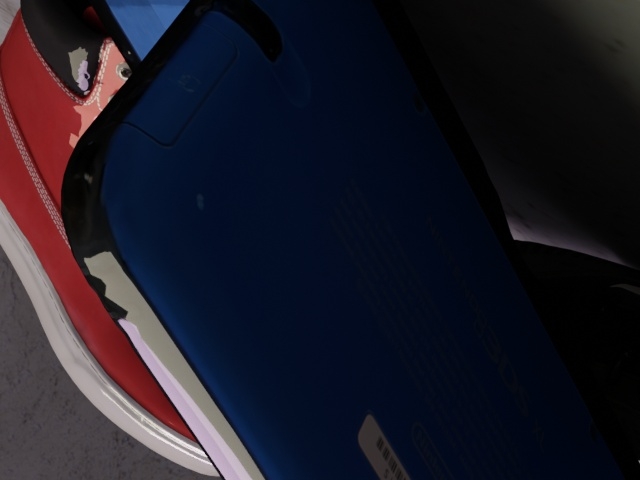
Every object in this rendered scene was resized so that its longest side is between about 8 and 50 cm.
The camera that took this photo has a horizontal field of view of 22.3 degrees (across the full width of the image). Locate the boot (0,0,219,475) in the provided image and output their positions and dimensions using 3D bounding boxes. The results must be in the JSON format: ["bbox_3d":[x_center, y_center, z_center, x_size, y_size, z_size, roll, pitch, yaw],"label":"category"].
[{"bbox_3d":[-0.075,-0.016,0.760,0.244,0.088,0.176,52,139,10],"label":"boot"}]

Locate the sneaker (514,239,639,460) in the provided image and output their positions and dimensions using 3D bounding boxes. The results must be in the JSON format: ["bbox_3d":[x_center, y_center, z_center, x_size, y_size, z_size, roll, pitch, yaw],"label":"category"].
[{"bbox_3d":[0.152,0.057,0.617,0.234,0.078,0.106,32,164,15],"label":"sneaker"}]

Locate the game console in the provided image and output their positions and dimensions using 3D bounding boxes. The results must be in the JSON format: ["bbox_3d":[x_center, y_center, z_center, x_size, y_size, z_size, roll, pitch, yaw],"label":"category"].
[{"bbox_3d":[-0.013,0.042,0.570,0.173,0.250,0.293,-14,120,32],"label":"game console"}]
